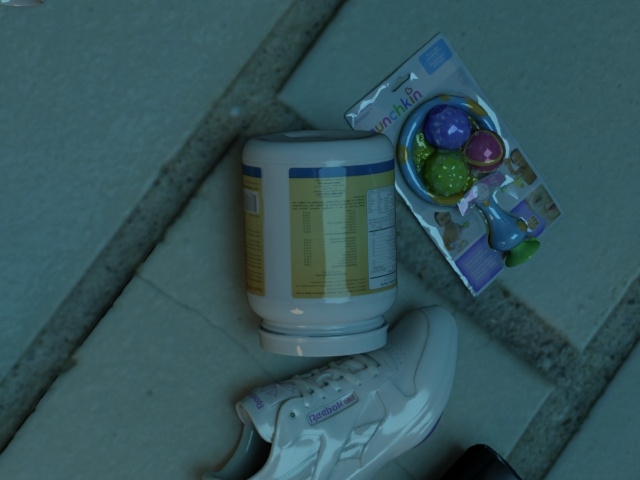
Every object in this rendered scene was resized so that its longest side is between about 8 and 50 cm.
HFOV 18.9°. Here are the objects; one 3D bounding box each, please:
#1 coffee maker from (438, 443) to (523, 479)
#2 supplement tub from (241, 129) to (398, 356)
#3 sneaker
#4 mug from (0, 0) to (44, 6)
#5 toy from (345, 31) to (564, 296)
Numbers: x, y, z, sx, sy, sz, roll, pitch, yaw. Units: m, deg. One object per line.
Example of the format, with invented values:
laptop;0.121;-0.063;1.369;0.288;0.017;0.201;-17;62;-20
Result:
coffee maker;0.121;0.286;1.916;0.178;0.120;0.171;-42;111;-15
supplement tub;0.000;0.000;1.808;0.144;0.144;0.199;-5;100;-24
sneaker;0.014;0.167;1.853;0.305;0.114;0.152;-49;114;-12
mug;-0.280;-0.244;1.694;0.078;0.062;0.064;5;87;-32
toy;0.147;-0.073;1.916;0.137;0.056;0.237;-42;112;-16
